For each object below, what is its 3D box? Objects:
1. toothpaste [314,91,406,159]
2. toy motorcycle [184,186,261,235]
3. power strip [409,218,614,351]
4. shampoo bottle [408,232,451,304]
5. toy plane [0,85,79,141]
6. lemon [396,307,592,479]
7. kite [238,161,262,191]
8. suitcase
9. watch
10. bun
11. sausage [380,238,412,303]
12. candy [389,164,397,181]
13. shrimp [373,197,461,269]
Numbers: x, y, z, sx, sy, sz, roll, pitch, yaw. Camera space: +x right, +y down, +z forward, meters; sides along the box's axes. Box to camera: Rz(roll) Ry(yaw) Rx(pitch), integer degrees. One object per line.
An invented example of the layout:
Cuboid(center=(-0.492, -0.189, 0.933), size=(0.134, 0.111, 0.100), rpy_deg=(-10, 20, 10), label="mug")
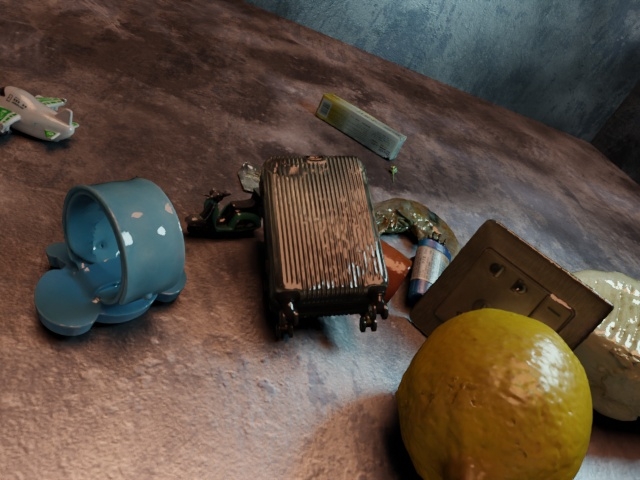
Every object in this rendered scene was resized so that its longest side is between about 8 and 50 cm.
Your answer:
Cuboid(center=(0.132, -0.385, 1.532), size=(0.313, 0.089, 0.071), rpy_deg=(35, 30, 14), label="toothpaste")
Cuboid(center=(-0.173, -0.055, 0.873), size=(0.173, 0.100, 0.058), rpy_deg=(-7, 46, -41), label="toy motorcycle")
Cuboid(center=(0.336, 0.132, 0.843), size=(0.251, 0.257, 0.092), rpy_deg=(45, 16, 30), label="power strip")
Cuboid(center=(0.237, 0.062, 0.979), size=(0.087, 0.050, 0.183), rpy_deg=(32, 52, -15), label="shampoo bottle")
Cuboid(center=(-0.564, -0.248, 0.894), size=(0.174, 0.080, 0.174), rpy_deg=(16, 35, -11), label="toy plane")
Cuboid(center=(0.232, 0.228, 0.628), size=(0.245, 0.245, 0.320), rpy_deg=(35, 37, 14), label="lemon")
Cuboid(center=(-0.080, -0.135, 1.117), size=(0.245, 0.015, 0.141), rpy_deg=(11, 38, -16), label="kite")
Cuboid(center=(0.000, 0.000, 0.783), size=(0.202, 0.128, 0.312), rpy_deg=(-2, 63, -10), label="suitcase")
Cuboid(center=(-0.283, 0.006, 0.632), size=(0.211, 0.193, 0.211), rpy_deg=(19, 34, -14), label="watch")
Cuboid(center=(0.600, 0.218, 0.925), size=(0.359, 0.211, 0.360), rpy_deg=(8, 32, -5), label="bun")
Cuboid(center=(0.050, 0.017, 0.914), size=(0.259, 0.114, 0.113), rpy_deg=(35, 35, 12), label="sausage")
Cuboid(center=(0.227, -0.204, 1.414), size=(0.023, 0.025, 0.083), rpy_deg=(-2, 44, 8), label="candy")
Cuboid(center=(0.213, -0.008, 1.095), size=(0.360, 0.085, 0.247), rpy_deg=(-1, 49, -40), label="shrimp")
